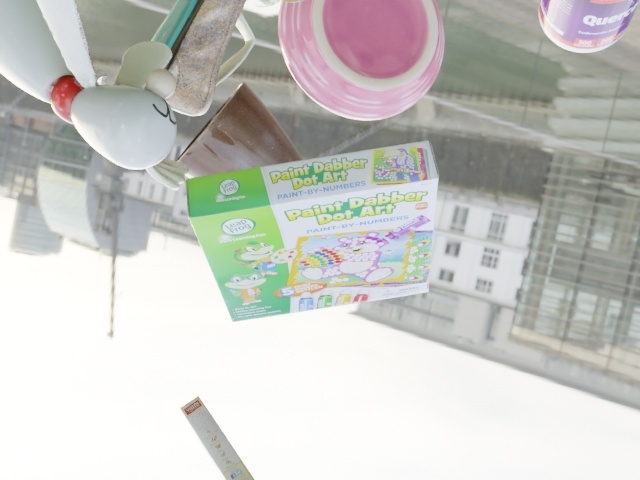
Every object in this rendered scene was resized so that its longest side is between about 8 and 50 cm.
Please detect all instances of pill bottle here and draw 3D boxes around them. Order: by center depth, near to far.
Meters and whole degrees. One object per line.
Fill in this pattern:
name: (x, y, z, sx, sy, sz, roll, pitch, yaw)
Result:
pill bottle: (0.510, -0.493, 1.457, 0.181, 0.182, 0.323, 13, 167, 11)

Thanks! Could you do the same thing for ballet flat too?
ballet flat: (-0.110, -0.285, 0.940, 0.106, 0.316, 0.107, 33, 168, -34)

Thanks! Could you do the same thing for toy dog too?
toy dog: (-0.237, -0.207, 0.777, 0.333, 0.161, 0.220, 35, -178, 8)

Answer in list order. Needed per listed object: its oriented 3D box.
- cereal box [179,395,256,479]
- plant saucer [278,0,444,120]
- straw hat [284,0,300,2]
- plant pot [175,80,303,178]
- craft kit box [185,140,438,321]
cereal box: (-0.155, 0.405, 1.404, 0.240, 0.047, 0.173, 49, 163, 31)
plant saucer: (0.090, -0.394, 1.482, 0.332, 0.332, 0.084, 11, 174, -18)
straw hat: (-0.042, -0.448, 1.235, 0.144, 0.144, 0.061, 14, -147, 21)
plant pot: (-0.132, -0.152, 1.556, 0.230, 0.215, 0.215, 41, 177, -13)
craft kit box: (0.000, 0.000, 0.882, 0.249, 0.061, 0.247, -9, 147, 0)
